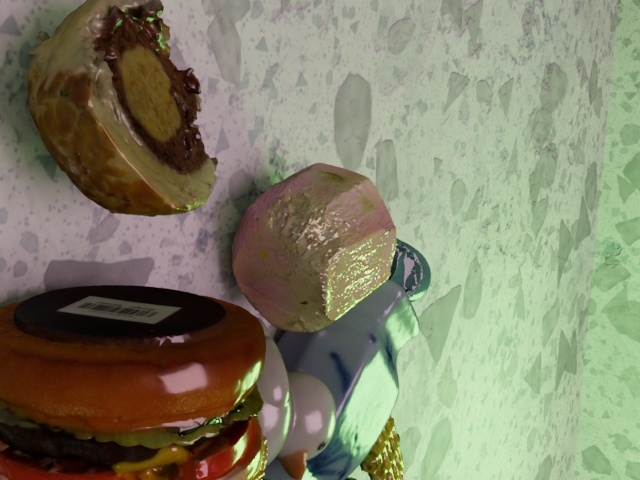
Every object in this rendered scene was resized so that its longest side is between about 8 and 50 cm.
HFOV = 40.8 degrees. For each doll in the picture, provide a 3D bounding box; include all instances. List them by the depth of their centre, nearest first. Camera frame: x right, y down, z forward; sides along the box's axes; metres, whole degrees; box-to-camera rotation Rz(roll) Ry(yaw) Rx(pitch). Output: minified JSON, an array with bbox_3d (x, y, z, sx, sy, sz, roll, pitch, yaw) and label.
[{"bbox_3d":[-0.080,0.231,1.265,0.221,0.221,0.251,11,56,-58],"label":"doll"}]

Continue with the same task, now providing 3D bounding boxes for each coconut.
[{"bbox_3d":[0.000,0.000,1.341,0.245,0.233,0.233,-39,130,-46],"label":"coconut"}]

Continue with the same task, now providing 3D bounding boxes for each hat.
[{"bbox_3d":[0.131,0.060,1.711,0.191,0.078,0.138,21,71,-39],"label":"hat"}]

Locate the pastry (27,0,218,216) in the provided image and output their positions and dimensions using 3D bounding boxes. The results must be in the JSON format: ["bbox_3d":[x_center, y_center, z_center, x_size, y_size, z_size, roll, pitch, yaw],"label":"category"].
[{"bbox_3d":[-0.235,-0.133,0.984,0.256,0.170,0.236,61,25,-45],"label":"pastry"}]

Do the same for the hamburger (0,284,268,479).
[{"bbox_3d":[-0.218,0.196,0.969,0.330,0.330,0.250,-10,108,-56],"label":"hamburger"}]

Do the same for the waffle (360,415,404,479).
[{"bbox_3d":[0.113,0.378,1.697,0.291,0.051,0.291,-16,90,-75],"label":"waffle"}]

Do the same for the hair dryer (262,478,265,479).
[{"bbox_3d":[-0.116,0.449,1.354,0.362,0.203,0.128,71,36,-63],"label":"hair dryer"}]

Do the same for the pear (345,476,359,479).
[{"bbox_3d":[0.043,0.553,1.614,0.187,0.188,0.219,-49,137,-40],"label":"pear"}]

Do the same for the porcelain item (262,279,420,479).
[{"bbox_3d":[0.013,0.257,1.479,0.405,0.179,0.242,-57,143,-26],"label":"porcelain item"}]
